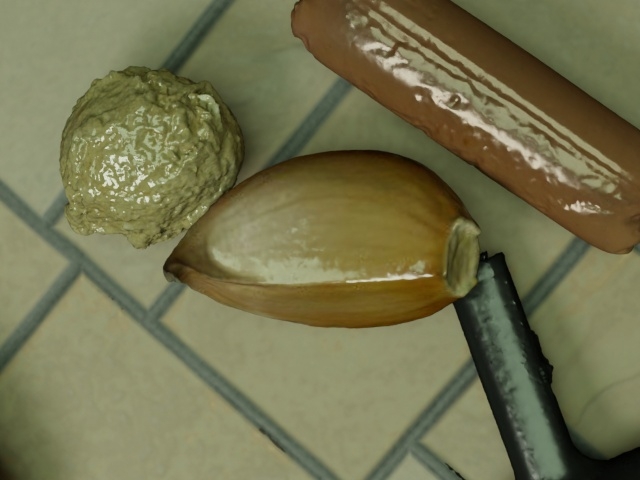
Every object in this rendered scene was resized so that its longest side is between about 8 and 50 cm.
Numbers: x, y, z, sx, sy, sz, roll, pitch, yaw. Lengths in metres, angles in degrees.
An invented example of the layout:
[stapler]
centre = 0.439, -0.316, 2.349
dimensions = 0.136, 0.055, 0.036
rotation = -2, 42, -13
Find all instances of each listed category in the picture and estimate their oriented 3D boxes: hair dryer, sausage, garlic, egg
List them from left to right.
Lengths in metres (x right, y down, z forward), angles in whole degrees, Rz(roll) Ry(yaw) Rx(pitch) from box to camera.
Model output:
[egg]
centre = -0.120, -0.060, 0.940
dimensions = 0.140, 0.116, 0.118
rotation = -17, 69, 23
[garlic]
centre = 0.001, 0.009, 0.926
dimensions = 0.206, 0.115, 0.128
rotation = -5, 49, -2
[sausage]
centre = 0.109, -0.097, 0.916
dimensions = 0.289, 0.086, 0.086
rotation = 35, 98, 7
[hair dryer]
centre = 0.156, 0.124, 0.926
dimensions = 0.197, 0.089, 0.251
rotation = -25, 82, 10
